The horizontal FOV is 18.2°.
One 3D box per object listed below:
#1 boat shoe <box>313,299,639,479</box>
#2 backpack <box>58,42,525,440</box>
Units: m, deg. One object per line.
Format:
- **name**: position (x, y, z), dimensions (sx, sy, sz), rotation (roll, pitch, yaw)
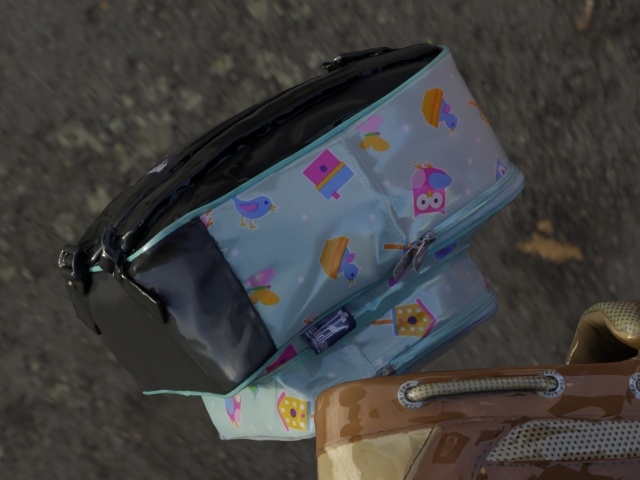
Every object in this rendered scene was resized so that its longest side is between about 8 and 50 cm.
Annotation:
- **boat shoe**: position (0.145, 0.077, 0.815), dimensions (0.324, 0.122, 0.119), rotation (-8, 73, -27)
- **backpack**: position (0.000, 0.000, 0.895), dimensions (0.188, 0.166, 0.144), rotation (-42, 98, -20)
